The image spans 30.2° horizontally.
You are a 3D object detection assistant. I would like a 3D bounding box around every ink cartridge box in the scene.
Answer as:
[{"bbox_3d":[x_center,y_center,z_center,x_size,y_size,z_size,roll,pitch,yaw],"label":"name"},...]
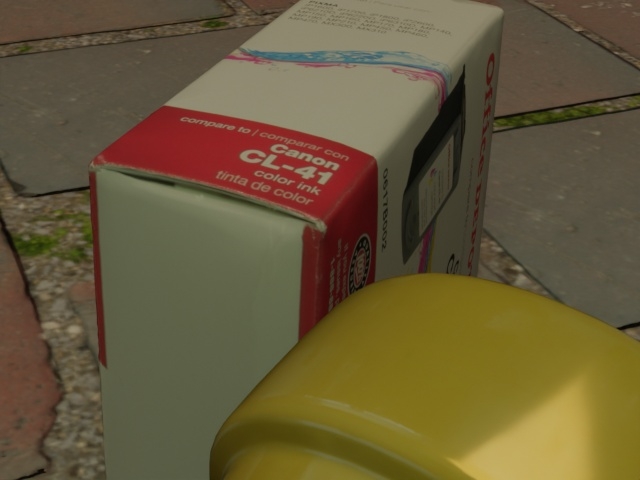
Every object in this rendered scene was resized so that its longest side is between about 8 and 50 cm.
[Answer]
[{"bbox_3d":[0.000,0.000,0.699,0.131,0.226,0.306,15,34,20],"label":"ink cartridge box"}]

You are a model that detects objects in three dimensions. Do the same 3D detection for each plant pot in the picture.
[{"bbox_3d":[0.027,0.180,0.408,0.254,0.254,0.239,24,54,33],"label":"plant pot"}]
